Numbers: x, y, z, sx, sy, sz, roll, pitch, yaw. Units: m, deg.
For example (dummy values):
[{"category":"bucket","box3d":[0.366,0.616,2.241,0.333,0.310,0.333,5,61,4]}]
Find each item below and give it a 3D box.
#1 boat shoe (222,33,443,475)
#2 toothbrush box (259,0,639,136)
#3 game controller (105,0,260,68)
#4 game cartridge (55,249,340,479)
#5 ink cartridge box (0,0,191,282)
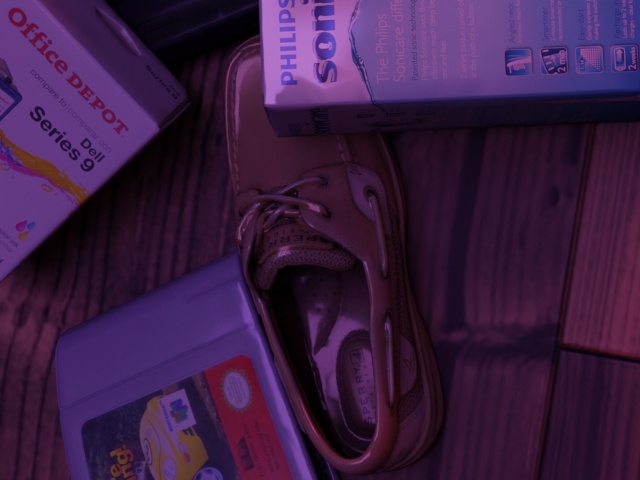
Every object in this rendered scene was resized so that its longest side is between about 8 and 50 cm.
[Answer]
[{"category":"boat shoe","box3d":[0.000,0.000,1.040,0.122,0.110,0.341,-23,78,18]},{"category":"toothbrush box","box3d":[0.106,-0.187,0.963,0.296,0.126,0.216,-3,84,1]},{"category":"game controller","box3d":[-0.130,-0.218,1.145,0.319,0.067,0.166,-19,65,18]},{"category":"game cartridge","box3d":[-0.090,0.178,1.094,0.196,0.060,0.294,-26,77,21]},{"category":"ink cartridge box","box3d":[-0.229,-0.087,1.104,0.212,0.093,0.154,-40,99,21]}]
